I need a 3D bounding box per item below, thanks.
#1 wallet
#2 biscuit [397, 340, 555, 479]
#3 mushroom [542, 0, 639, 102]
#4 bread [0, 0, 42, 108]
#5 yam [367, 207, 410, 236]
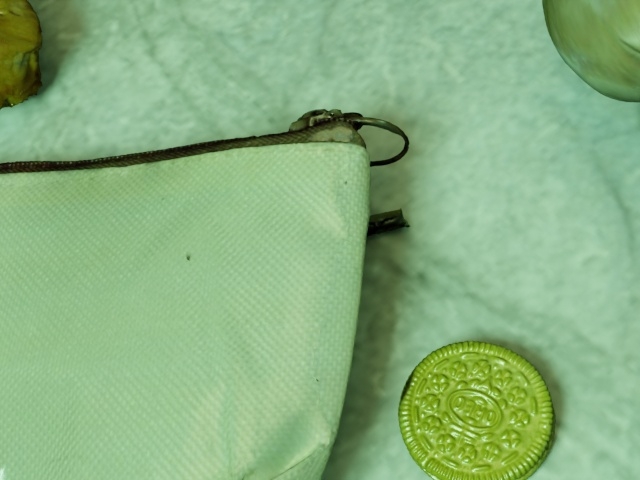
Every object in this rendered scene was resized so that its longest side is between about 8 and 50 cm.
[{"bbox_3d":[-0.119,0.053,0.651,0.335,0.068,0.274,-5,62,16],"label":"wallet"},{"bbox_3d":[0.084,0.094,0.625,0.084,0.023,0.084,-4,63,7],"label":"biscuit"},{"bbox_3d":[0.248,-0.122,0.615,0.244,0.243,0.243,-4,63,7],"label":"mushroom"},{"bbox_3d":[-0.312,-0.123,0.718,0.271,0.077,0.139,-11,59,-26],"label":"bread"},{"bbox_3d":[0.000,0.000,0.692,0.107,0.014,0.014,-16,62,2],"label":"yam"}]
